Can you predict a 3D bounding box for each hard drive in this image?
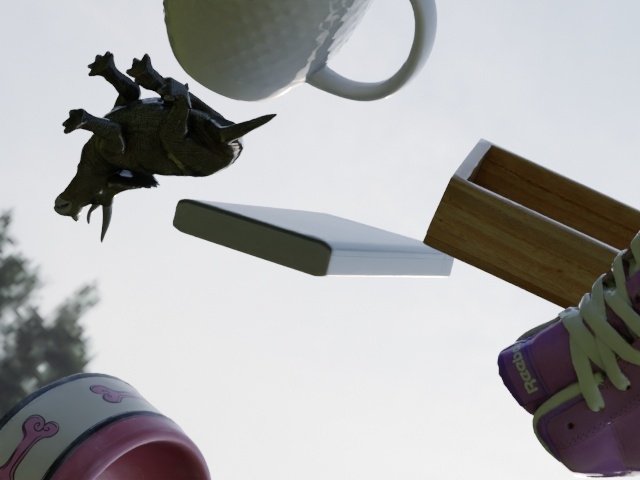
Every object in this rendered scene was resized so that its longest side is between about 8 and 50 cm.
[{"bbox_3d":[0.000,0.000,1.951,0.233,0.353,0.047,17,-83,29],"label":"hard drive"}]

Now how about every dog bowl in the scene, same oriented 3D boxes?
[{"bbox_3d":[-0.302,0.389,1.955,0.150,0.408,0.408,17,-40,33],"label":"dog bowl"}]

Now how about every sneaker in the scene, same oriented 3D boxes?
[{"bbox_3d":[0.172,0.039,0.762,0.161,0.102,0.282,-8,-46,1],"label":"sneaker"}]

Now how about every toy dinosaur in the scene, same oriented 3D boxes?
[{"bbox_3d":[-0.159,-0.114,1.544,0.313,0.121,0.160,-13,-38,28],"label":"toy dinosaur"}]

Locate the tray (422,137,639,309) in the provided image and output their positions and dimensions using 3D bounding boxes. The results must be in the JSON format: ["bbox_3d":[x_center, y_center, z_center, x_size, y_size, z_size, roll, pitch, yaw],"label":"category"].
[{"bbox_3d":[0.306,0.039,1.351,0.411,0.203,0.076,24,-72,7],"label":"tray"}]

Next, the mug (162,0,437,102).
[{"bbox_3d":[-0.022,-0.326,1.881,0.374,0.276,0.328,34,-53,9],"label":"mug"}]
